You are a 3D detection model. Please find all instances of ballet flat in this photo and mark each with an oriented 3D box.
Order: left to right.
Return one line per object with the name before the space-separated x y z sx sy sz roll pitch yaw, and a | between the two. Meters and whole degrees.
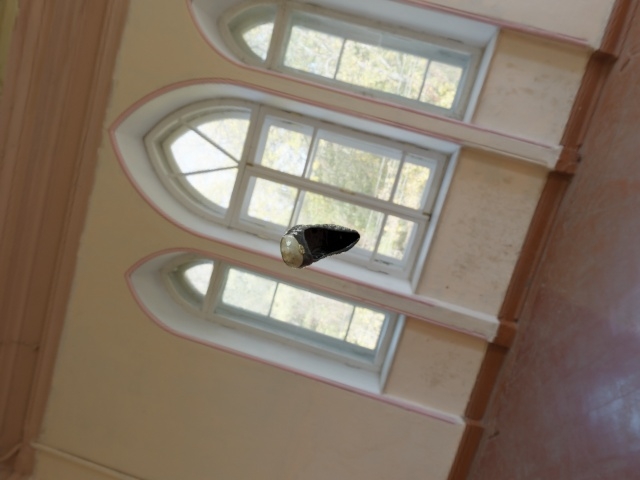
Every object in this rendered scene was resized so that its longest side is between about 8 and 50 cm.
ballet flat | 0.000 0.000 0.602 0.173 0.049 0.057 -19 -83 -60
